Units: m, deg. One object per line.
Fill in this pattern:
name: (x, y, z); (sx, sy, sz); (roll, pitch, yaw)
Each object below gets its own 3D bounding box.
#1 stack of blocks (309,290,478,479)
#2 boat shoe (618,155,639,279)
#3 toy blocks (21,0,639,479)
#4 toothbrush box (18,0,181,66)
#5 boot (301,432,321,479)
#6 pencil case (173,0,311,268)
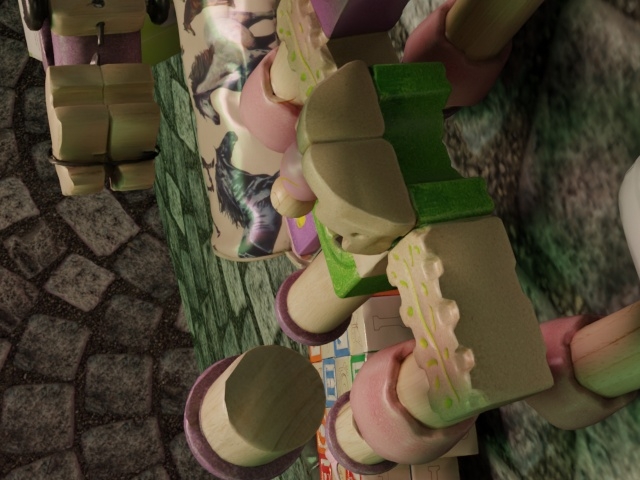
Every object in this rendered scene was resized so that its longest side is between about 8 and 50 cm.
stack of blocks: (0.058, 0.161, 0.710); (0.171, 0.087, 0.297); (144, 123, -71)
boat shoe: (0.181, 0.051, 0.325); (0.076, 0.083, 0.226); (114, 142, -64)
toy blocks: (0.000, 0.000, 0.490); (0.260, 0.308, 0.289); (131, 127, -61)
toothbrush box: (-0.180, -0.319, 0.890); (0.122, 0.283, 0.206); (27, 135, 26)
boot: (0.021, 0.299, 1.029); (0.208, 0.076, 0.190); (-124, 13, -67)
pencil case: (-0.053, -0.182, 0.807); (0.183, 0.159, 0.411); (17, 118, 51)
